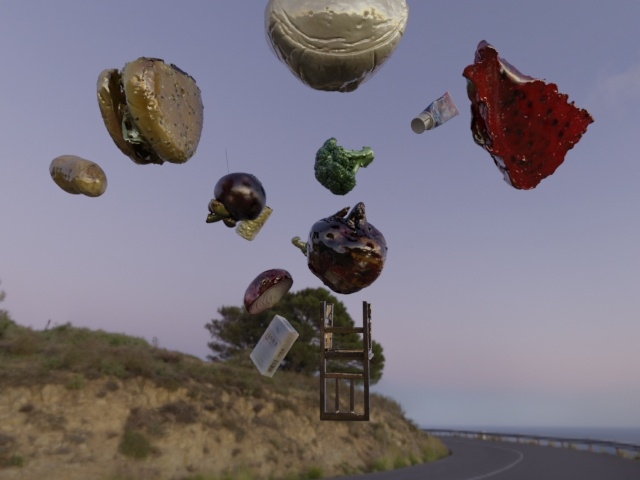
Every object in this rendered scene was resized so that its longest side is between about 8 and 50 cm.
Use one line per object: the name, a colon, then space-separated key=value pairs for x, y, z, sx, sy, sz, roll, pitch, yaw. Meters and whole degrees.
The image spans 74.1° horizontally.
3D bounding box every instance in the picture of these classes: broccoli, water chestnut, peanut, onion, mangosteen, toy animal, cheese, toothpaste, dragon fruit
broccoli: x=0.099 y=-0.332 z=1.849 sx=0.270 sy=0.269 sz=0.270 roll=-23 pitch=-24 yaw=-2
water chestnut: x=0.083 y=0.027 z=1.359 sx=0.289 sy=0.289 sz=0.244 roll=-12 pitch=-56 yaw=25
peanut: x=-0.729 y=-0.191 z=1.288 sx=0.237 sy=0.120 sz=0.110 roll=23 pitch=-5 yaw=29
onion: x=-0.204 y=0.167 z=1.542 sx=0.206 sy=0.098 sz=0.151 roll=-35 pitch=-36 yaw=-12
mangosteen: x=-0.296 y=-0.129 z=1.456 sx=0.194 sy=0.230 sz=0.194 roll=42 pitch=-9 yaw=9
toy animal: x=0.000 y=0.000 z=1.701 sx=0.219 sy=0.100 sz=0.103 roll=-31 pitch=27 yaw=-32
cheese: x=-0.279 y=-0.085 z=1.783 sx=0.094 sy=0.167 sz=0.123 roll=33 pitch=3 yaw=-4
toothpaste: x=0.412 y=-0.448 z=1.492 sx=0.266 sy=0.096 sz=0.061 roll=-37 pitch=12 yaw=-35
dragon fruit: x=0.422 y=-0.312 z=1.048 sx=0.330 sy=0.286 sz=0.227 roll=26 pitch=-69 yaw=-21

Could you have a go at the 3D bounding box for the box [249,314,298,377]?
box: x=-0.218 y=0.490 z=1.977 sx=0.067 sy=0.242 sz=0.155 roll=30 pitch=3 yaw=-39

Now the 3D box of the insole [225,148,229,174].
insole: x=-0.371 y=-0.293 z=1.703 sx=0.002 sy=0.152 sz=0.053 roll=-7 pitch=13 yaw=-10

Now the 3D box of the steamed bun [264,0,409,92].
steamed bun: x=0.044 y=-0.549 z=1.183 sx=0.384 sy=0.235 sz=0.247 roll=-9 pitch=-2 yaw=-8

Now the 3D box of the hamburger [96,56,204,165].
hamburger: x=-0.485 y=-0.360 z=1.253 sx=0.196 sy=0.276 sz=0.318 roll=-3 pitch=2 yaw=15

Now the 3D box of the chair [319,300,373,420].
chair: x=0.101 y=0.444 z=1.617 sx=0.203 sy=0.415 sz=0.240 roll=-1 pitch=-11 yaw=6
